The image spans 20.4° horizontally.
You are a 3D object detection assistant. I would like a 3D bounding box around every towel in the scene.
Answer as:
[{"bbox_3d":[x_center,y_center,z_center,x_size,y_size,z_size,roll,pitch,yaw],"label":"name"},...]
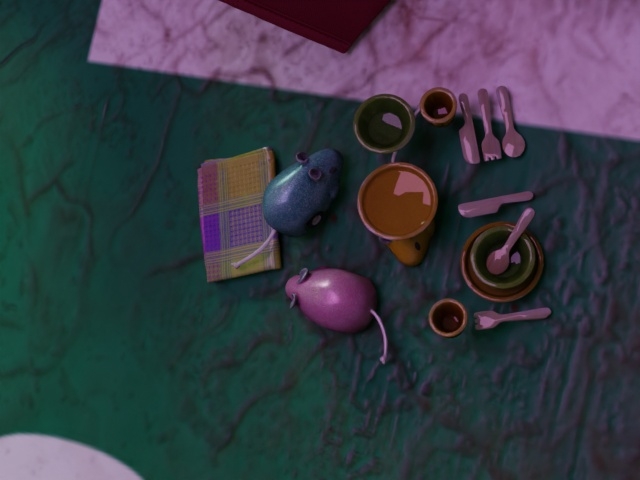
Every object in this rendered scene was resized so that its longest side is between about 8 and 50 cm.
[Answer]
[{"bbox_3d":[-0.052,-0.017,1.149,0.060,0.009,0.083,-12,75,29],"label":"towel"}]

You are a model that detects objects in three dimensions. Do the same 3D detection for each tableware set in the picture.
[{"bbox_3d":[0.073,-0.018,1.038,0.104,0.024,0.154,-10,75,6],"label":"tableware set"}]

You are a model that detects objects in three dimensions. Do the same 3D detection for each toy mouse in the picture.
[{"bbox_3d":[0.000,0.000,1.093,0.143,0.031,0.161,-9,78,25],"label":"toy mouse"}]

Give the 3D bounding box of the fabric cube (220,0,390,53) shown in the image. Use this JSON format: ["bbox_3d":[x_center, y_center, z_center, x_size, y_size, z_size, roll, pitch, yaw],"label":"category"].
[{"bbox_3d":[-0.030,-0.307,1.045,0.258,0.259,0.254,-48,61,18],"label":"fabric cube"}]
